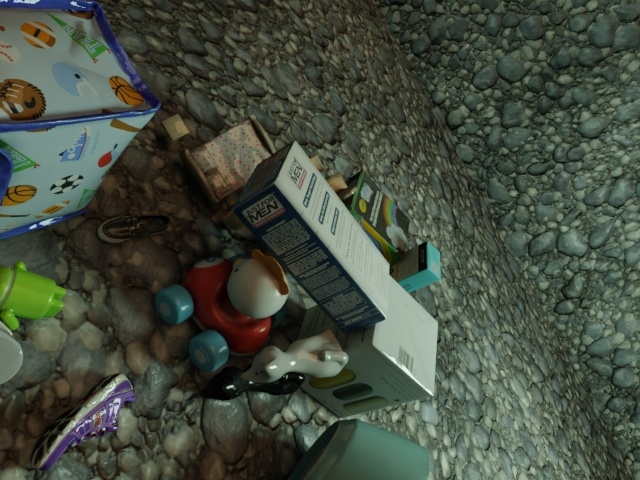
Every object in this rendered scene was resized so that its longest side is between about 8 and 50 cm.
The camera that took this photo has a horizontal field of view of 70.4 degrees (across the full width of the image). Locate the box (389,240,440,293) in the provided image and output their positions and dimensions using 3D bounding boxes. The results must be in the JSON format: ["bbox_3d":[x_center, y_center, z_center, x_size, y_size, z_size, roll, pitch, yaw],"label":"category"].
[{"bbox_3d":[0.222,0.101,1.287,0.060,0.244,0.101,37,43,-26],"label":"box"}]

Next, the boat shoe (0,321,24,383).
[{"bbox_3d":[-0.507,0.089,0.575,0.267,0.088,0.096,42,74,-31],"label":"boat shoe"}]

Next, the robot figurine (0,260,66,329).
[{"bbox_3d":[-0.448,0.079,0.676,0.115,0.067,0.101,29,36,-43],"label":"robot figurine"}]

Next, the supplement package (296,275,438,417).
[{"bbox_3d":[0.097,0.245,1.031,0.199,0.262,0.198,43,40,-21],"label":"supplement package"}]

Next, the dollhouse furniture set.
[{"bbox_3d":[-0.124,-0.191,1.023,0.303,0.173,0.356,-35,101,-20],"label":"dollhouse furniture set"}]

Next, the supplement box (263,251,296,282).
[{"bbox_3d":[-0.032,0.062,1.164,0.233,0.080,0.078,10,58,-47],"label":"supplement box"}]

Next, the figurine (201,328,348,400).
[{"bbox_3d":[-0.088,0.247,0.863,0.209,0.214,0.093,2,62,-46],"label":"figurine"}]

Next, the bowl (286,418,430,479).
[{"bbox_3d":[0.040,0.457,0.836,0.163,0.312,0.311,41,36,8],"label":"bowl"}]

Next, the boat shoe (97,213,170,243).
[{"bbox_3d":[-0.358,-0.030,0.880,0.142,0.040,0.049,-15,78,-52],"label":"boat shoe"}]

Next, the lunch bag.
[{"bbox_3d":[-0.463,-0.129,0.594,0.239,0.327,0.385,55,36,2],"label":"lunch bag"}]

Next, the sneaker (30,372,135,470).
[{"bbox_3d":[-0.342,0.273,0.676,0.071,0.068,0.170,58,36,-11],"label":"sneaker"}]

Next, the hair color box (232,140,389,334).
[{"bbox_3d":[0.000,0.000,0.878,0.347,0.105,0.174,51,28,-24],"label":"hair color box"}]

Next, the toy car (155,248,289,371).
[{"bbox_3d":[-0.145,0.086,0.860,0.210,0.238,0.219,50,37,9],"label":"toy car"}]

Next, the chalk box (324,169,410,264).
[{"bbox_3d":[0.094,-0.061,1.309,0.289,0.179,0.180,42,41,-20],"label":"chalk box"}]
